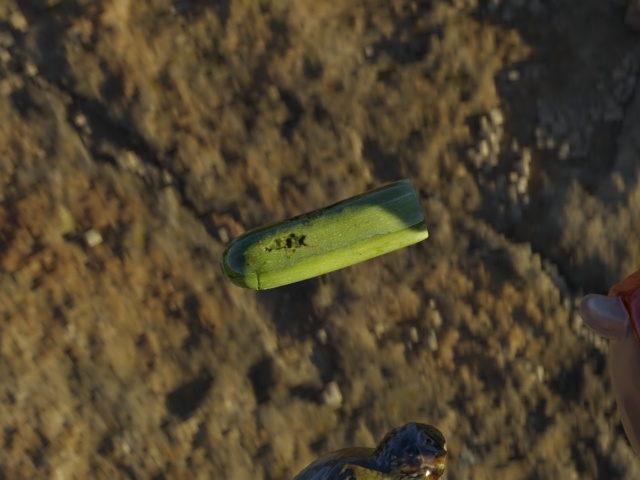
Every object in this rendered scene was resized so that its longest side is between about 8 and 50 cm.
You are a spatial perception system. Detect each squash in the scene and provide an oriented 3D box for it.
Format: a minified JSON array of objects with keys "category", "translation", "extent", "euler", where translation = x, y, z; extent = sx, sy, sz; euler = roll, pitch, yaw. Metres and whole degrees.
[{"category":"squash","translation":[0.000,0.000,0.772],"extent":[0.083,0.027,0.027],"euler":[-19,61,-3]}]

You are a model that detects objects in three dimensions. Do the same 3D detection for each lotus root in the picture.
[{"category":"lotus root","translation":[0.016,0.190,1.174],"extent":[0.113,0.088,0.192],"euler":[41,111,19]}]

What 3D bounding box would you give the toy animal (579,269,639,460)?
[{"category":"toy animal","translation":[0.237,0.067,1.018],"extent":[0.198,0.171,0.171],"euler":[-9,52,-42]}]
